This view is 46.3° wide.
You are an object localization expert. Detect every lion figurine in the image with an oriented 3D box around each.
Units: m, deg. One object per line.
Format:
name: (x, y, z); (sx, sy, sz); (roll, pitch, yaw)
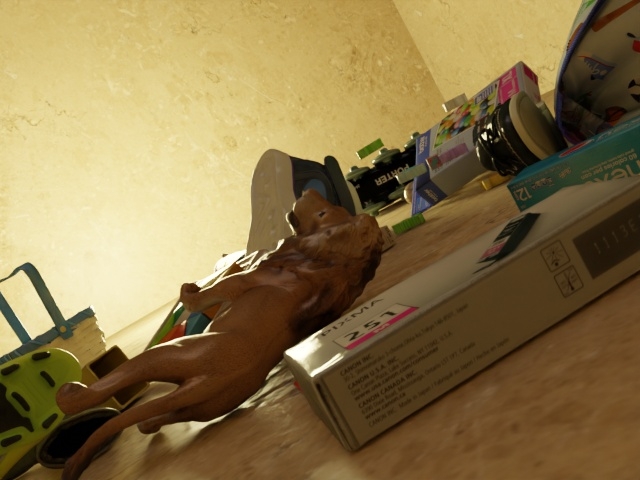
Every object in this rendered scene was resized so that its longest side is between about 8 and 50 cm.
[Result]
lion figurine: (-0.083, 0.100, 0.789); (0.240, 0.142, 0.392); (-17, 24, 32)

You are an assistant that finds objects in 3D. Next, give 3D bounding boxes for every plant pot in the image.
plant pot: (-0.317, 0.217, 1.086); (0.083, 0.081, 0.081); (-40, 0, 21)

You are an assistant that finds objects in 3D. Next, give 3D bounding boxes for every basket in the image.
basket: (-0.580, 0.194, 1.561); (0.201, 0.289, 0.255); (-38, 13, -37)

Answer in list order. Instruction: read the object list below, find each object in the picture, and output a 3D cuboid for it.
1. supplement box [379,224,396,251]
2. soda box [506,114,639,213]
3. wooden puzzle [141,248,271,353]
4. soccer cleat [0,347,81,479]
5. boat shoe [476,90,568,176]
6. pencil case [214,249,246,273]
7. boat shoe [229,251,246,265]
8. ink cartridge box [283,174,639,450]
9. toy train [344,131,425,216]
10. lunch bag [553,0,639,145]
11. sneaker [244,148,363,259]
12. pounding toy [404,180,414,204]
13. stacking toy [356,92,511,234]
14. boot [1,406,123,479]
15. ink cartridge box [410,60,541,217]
supplement box: (0.067, 0.016, 1.222); (0.098, 0.036, 0.062); (-31, 5, -28)
soda box: (0.285, -0.072, 0.685); (0.210, 0.067, 0.071); (-25, 5, 36)
wooden puzzle: (-0.193, 0.117, 1.174); (0.238, 0.044, 0.221); (-21, 31, 48)
soccer cleat: (-0.372, 0.229, 0.792); (0.121, 0.093, 0.289); (-35, 16, 53)
boat shoe: (0.292, -0.147, 1.122); (0.113, 0.127, 0.340); (-28, 3, 24)
pencil case: (-0.178, 0.065, 1.809); (0.104, 0.104, 0.236); (-31, 7, -28)
boat shoe: (-0.069, 0.019, 1.559); (0.335, 0.112, 0.095); (-32, 9, 0)
ink cartridge box: (0.100, 0.043, 0.593); (0.275, 0.060, 0.239); (-29, 6, -10)
toy train: (0.196, -0.163, 1.893); (0.334, 0.142, 0.190); (-27, -5, 14)
lunch bag: (0.477, -0.310, 1.055); (0.385, 0.239, 0.328); (-55, -5, 23)
sneaker: (0.000, 0.000, 1.291); (0.236, 0.323, 0.130); (21, -42, -31)
pounding toy: (0.295, -0.159, 1.564); (0.237, 0.110, 0.183); (-59, 22, -8)
stacking toy: (0.191, -0.131, 1.285); (0.221, 0.167, 0.052); (-27, 5, 8)
boot: (-0.339, 0.255, 0.912); (0.189, 0.076, 0.208); (-33, 12, -22)
ink cartridge box: (0.275, -0.187, 1.414); (0.311, 0.065, 0.186); (-38, 26, 33)
